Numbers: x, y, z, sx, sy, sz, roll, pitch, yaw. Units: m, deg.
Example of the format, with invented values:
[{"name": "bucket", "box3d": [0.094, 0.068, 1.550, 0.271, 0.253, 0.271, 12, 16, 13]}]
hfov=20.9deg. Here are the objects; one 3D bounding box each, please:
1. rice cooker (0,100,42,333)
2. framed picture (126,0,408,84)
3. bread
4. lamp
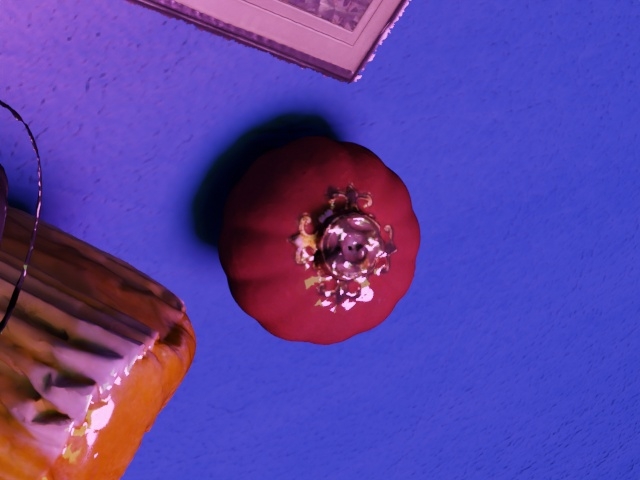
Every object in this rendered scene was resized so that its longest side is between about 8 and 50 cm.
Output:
[{"name": "rice cooker", "box3d": [-0.198, -0.019, 0.586, 0.203, 0.118, 0.142, 13, 119, -16]}, {"name": "framed picture", "box3d": [0.005, -0.167, 0.748, 0.199, 0.010, 0.195, 16, 113, -47]}, {"name": "bread", "box3d": [-0.170, 0.121, 0.726, 0.288, 0.119, 0.152, -54, 180, 12]}, {"name": "lamp", "box3d": [0.000, 0.000, 0.834, 0.101, 0.090, 0.101, -1, 92, -25]}]
